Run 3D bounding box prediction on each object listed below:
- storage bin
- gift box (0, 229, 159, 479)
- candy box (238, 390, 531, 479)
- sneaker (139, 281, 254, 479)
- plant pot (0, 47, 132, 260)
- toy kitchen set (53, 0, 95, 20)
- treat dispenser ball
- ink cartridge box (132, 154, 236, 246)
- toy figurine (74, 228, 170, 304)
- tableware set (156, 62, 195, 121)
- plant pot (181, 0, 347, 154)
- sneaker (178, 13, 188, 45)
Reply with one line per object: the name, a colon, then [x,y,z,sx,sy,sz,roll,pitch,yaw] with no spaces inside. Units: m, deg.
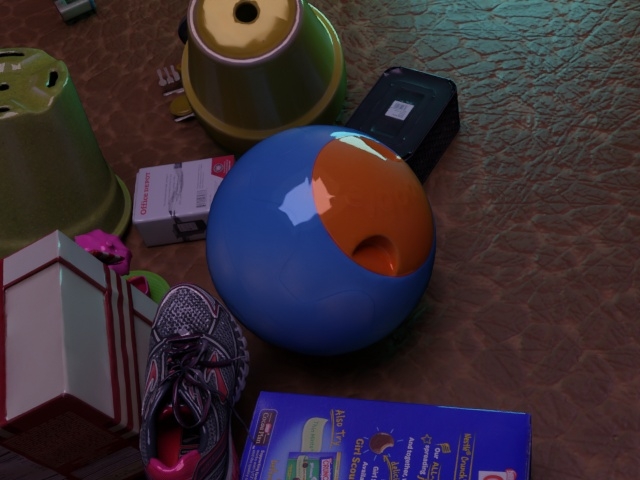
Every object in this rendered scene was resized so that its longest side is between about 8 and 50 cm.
storage bin: [0.119,-0.163,1.493,0.122,0.084,0.180,20,59,26]
gift box: [-0.330,0.169,1.228,0.255,0.276,0.258,-23,53,11]
candy box: [0.064,0.317,1.094,0.317,0.122,0.268,2,51,16]
sneaker: [-0.142,0.164,1.122,0.121,0.112,0.299,-13,49,3]
plant pot: [-0.428,-0.124,1.442,0.276,0.254,0.276,-1,43,1]
toy kitchen set: [-0.475,-0.536,1.871,0.122,0.166,0.207,-27,51,-9]
treat dispenser ball: [0.000,0.000,1.255,0.288,0.288,0.288,-6,51,8]
ink cartridge box: [-0.195,-0.059,1.492,0.150,0.063,0.109,-8,51,7]
toy figurine: [-0.306,0.056,1.363,0.173,0.159,0.130,-18,50,-2]
tableware set: [-0.210,-0.250,1.678,0.104,0.024,0.154,-19,49,-7]
plant pot: [-0.093,-0.281,1.485,0.254,0.239,0.254,-1,73,4]
sneaker: [-0.137,-0.338,1.688,0.228,0.087,0.130,3,46,8]
